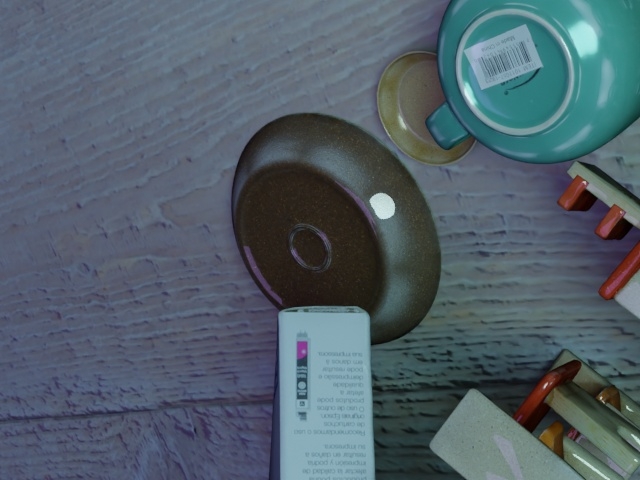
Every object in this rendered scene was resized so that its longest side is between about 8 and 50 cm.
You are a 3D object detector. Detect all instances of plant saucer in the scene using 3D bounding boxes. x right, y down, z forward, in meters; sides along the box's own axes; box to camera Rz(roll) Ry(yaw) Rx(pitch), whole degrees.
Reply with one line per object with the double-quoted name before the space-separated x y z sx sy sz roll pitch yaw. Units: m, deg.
"plant saucer" 0.078 -0.093 0.838 0.083 0.015 0.083 18 124 30
"plant saucer" 0.000 0.000 0.938 0.198 0.036 0.199 18 123 29

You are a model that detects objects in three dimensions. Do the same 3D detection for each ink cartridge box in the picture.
"ink cartridge box" -0.003 0.259 0.838 0.071 0.330 0.324 2 152 -2

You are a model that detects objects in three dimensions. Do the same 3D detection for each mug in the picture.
"mug" 0.132 -0.100 0.727 0.129 0.097 0.158 29 124 21

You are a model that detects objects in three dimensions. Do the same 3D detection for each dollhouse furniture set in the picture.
"dollhouse furniture set" 0.140 0.095 0.742 0.135 0.262 0.259 39 105 18
